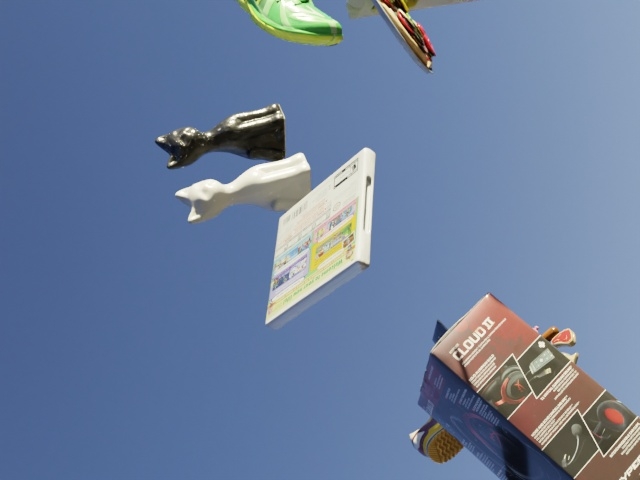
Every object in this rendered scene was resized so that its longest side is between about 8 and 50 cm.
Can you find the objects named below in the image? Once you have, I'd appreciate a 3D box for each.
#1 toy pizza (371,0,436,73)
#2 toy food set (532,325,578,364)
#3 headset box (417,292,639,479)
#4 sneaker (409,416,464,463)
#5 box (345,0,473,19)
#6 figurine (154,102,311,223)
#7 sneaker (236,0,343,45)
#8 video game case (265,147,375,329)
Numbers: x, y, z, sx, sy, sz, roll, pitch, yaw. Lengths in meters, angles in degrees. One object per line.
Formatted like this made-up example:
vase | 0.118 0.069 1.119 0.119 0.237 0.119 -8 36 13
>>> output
toy pizza | 0.120 -0.339 1.442 0.201 0.032 0.201 50 -163 -21
toy food set | 0.298 0.146 1.304 0.019 0.122 0.078 38 -129 -25
headset box | 0.241 0.208 1.146 0.110 0.293 0.218 -43 -20 -17
sneaker | 0.227 0.281 1.532 0.185 0.084 0.070 -26 -71 -20
box | 0.206 -0.458 1.739 0.067 0.324 0.063 -64 -34 -65
figurine | -0.140 -0.115 1.532 0.092 0.209 0.215 96 156 -46
sneaker | -0.069 -0.428 1.639 0.109 0.295 0.123 -9 -46 -47
video game case | 0.000 0.000 1.318 0.023 0.212 0.193 27 -132 -26
